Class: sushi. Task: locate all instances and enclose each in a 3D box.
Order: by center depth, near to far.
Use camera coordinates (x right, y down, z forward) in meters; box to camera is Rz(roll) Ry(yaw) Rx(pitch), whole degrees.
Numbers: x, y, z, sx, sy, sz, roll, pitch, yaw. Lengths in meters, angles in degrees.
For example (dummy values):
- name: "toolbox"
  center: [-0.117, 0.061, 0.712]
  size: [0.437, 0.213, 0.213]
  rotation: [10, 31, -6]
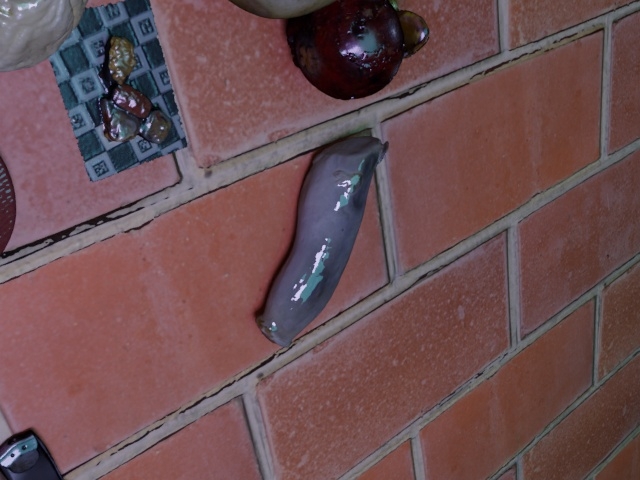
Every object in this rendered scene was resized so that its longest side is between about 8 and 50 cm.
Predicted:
- name: "sushi"
  center: [-0.234, -0.179, 0.791]
  size: [0.139, 0.031, 0.200]
  rotation: [-27, 121, -29]

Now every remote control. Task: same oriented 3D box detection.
- name: "remote control"
  center: [-0.358, 0.338, 0.880]
  size: [0.059, 0.028, 0.212]
  rotation: [-32, 124, -26]

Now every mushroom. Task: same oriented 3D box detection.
- name: "mushroom"
  center: [0.001, 0.001, 1.011]
  size: [0.109, 0.097, 0.351]
  rotation: [16, 98, -41]

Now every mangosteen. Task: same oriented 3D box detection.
- name: "mangosteen"
  center: [0.047, -0.275, 0.903]
  size: [0.180, 0.166, 0.166]
  rotation: [-22, 119, -35]

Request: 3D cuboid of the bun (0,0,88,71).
- name: "bun"
  center: [-0.314, -0.267, 0.624]
  size: [0.221, 0.134, 0.220]
  rotation: [-15, 115, -36]

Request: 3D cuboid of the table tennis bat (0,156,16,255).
- name: "table tennis bat"
  center: [-0.442, -0.068, 0.656]
  size: [0.200, 0.038, 0.310]
  rotation: [-48, 130, -16]

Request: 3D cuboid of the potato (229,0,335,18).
- name: "potato"
  center: [-0.014, -0.391, 0.771]
  size: [0.351, 0.218, 0.202]
  rotation: [-34, 155, -38]
